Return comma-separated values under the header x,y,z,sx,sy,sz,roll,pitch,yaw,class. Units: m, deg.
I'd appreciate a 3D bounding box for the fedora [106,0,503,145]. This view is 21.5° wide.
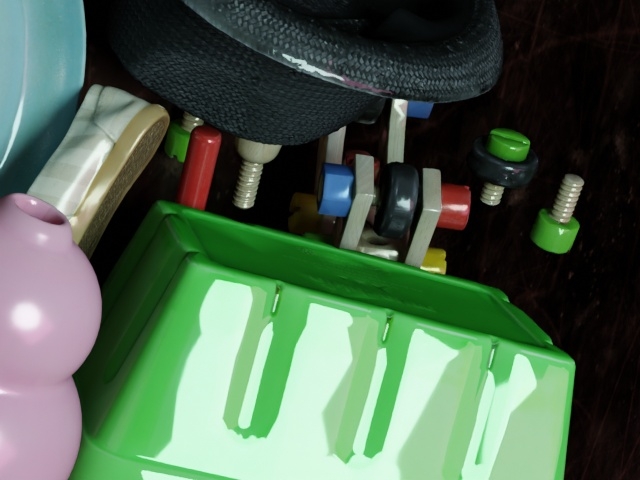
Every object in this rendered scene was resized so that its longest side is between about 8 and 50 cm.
x,y,z,sx,sy,sz,roll,pitch,yaw,class
-0.034,-0.166,1.218,0.334,0.334,0.152,-17,150,-50,fedora

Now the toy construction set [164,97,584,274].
x,y,z,sx,sy,sz,roll,pitch,yaw,class
0.000,0.000,1.380,0.308,0.257,0.237,-4,124,-33,toy construction set

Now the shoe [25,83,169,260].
x,y,z,sx,sy,sz,roll,pitch,yaw,class
-0.184,-0.010,1.160,0.219,0.058,0.076,-58,176,-10,shoe

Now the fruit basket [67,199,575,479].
x,y,z,sx,sy,sz,roll,pitch,yaw,class
-0.032,0.186,1.246,0.392,0.283,0.392,-4,108,-13,fruit basket

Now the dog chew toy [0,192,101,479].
x,y,z,sx,sy,sz,roll,pitch,yaw,class
-0.242,0.122,1.038,0.206,0.206,0.332,7,116,-56,dog chew toy

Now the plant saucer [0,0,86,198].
x,y,z,sx,sy,sz,roll,pitch,yaw,class
-0.276,-0.097,1.063,0.317,0.043,0.318,-31,132,-43,plant saucer
